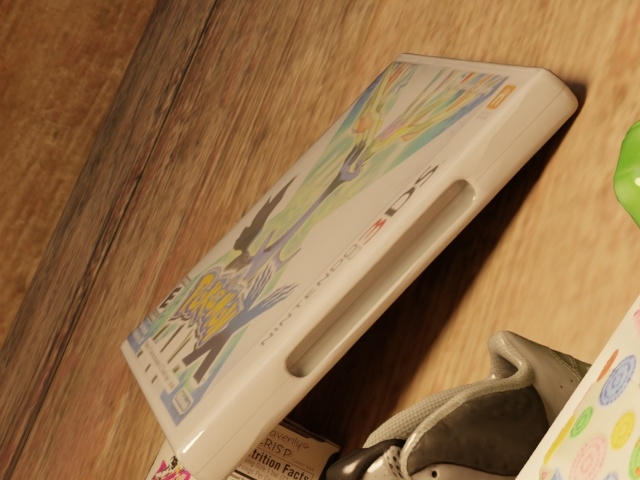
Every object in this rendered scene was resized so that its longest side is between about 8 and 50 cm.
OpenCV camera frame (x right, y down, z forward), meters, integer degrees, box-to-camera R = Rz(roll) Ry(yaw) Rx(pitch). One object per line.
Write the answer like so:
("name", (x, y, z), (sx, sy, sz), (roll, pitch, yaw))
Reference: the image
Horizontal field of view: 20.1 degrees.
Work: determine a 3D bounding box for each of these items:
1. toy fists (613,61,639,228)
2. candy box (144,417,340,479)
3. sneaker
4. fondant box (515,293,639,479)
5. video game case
("toy fists", (0.205, -0.104, 0.656), (0.279, 0.096, 0.142), (-53, 17, 28))
("candy box", (-0.087, 0.211, 1.150), (0.233, 0.071, 0.159), (-63, 15, -7))
("sneaker", (0.049, 0.138, 0.675), (0.228, 0.132, 0.086), (-67, 15, -20))
("fondant box", (0.178, 0.037, 0.485), (0.330, 0.096, 0.238), (-57, 15, 14))
("video game case", (0.000, 0.000, 1.149), (0.300, 0.036, 0.329), (-46, 13, -3))
